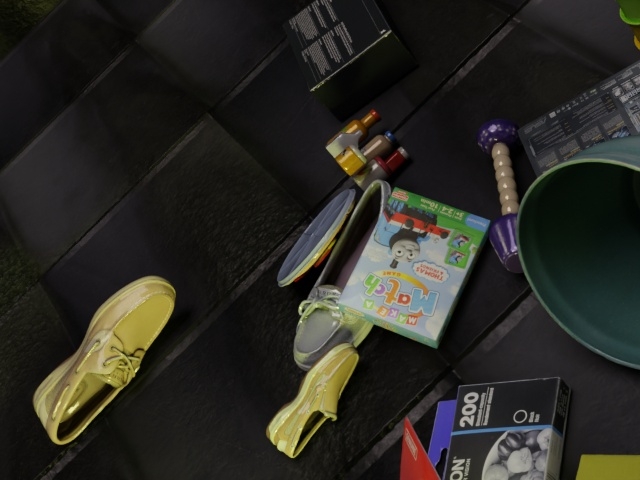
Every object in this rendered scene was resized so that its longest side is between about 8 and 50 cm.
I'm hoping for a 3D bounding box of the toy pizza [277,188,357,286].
[{"bbox_3d":[0.000,0.000,1.972,0.201,0.032,0.201,-50,10,12],"label":"toy pizza"}]

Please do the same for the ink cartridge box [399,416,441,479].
[{"bbox_3d":[0.093,0.380,1.366,0.066,0.261,0.296,-1,16,-9],"label":"ink cartridge box"}]

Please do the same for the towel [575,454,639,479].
[{"bbox_3d":[0.404,0.295,1.400,0.237,0.021,0.102,-8,45,39],"label":"towel"}]

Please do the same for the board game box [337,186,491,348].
[{"bbox_3d":[0.142,0.038,1.798,0.160,0.039,0.211,20,68,17],"label":"board game box"}]

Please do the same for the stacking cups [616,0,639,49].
[{"bbox_3d":[0.441,-0.407,1.764,0.096,0.316,0.096,-25,43,26],"label":"stacking cups"}]

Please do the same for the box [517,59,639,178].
[{"bbox_3d":[0.420,-0.147,1.754,0.233,0.059,0.183,-31,40,16],"label":"box"}]

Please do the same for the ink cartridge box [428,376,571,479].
[{"bbox_3d":[0.214,0.282,1.563,0.208,0.045,0.206,-13,48,36],"label":"ink cartridge box"}]

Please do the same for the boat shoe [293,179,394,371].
[{"bbox_3d":[0.043,0.057,1.875,0.118,0.103,0.320,15,66,48],"label":"boat shoe"}]

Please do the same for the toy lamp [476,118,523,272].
[{"bbox_3d":[0.282,-0.066,1.795,0.080,0.080,0.274,-24,40,24],"label":"toy lamp"}]

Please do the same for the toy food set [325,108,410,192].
[{"bbox_3d":[0.083,-0.151,2.009,0.104,0.111,0.232,-41,7,4],"label":"toy food set"}]

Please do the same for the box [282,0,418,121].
[{"bbox_3d":[0.052,-0.371,2.260,0.184,0.103,0.261,-37,38,14],"label":"box"}]

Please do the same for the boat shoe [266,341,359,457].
[{"bbox_3d":[0.003,0.241,1.786,0.072,0.068,0.190,39,95,40],"label":"boat shoe"}]

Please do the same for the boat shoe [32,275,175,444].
[{"bbox_3d":[-0.363,0.212,2.102,0.341,0.122,0.110,-50,41,10],"label":"boat shoe"}]

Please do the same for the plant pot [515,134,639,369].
[{"bbox_3d":[0.418,-0.014,1.488,0.293,0.293,0.196,5,34,45],"label":"plant pot"}]
